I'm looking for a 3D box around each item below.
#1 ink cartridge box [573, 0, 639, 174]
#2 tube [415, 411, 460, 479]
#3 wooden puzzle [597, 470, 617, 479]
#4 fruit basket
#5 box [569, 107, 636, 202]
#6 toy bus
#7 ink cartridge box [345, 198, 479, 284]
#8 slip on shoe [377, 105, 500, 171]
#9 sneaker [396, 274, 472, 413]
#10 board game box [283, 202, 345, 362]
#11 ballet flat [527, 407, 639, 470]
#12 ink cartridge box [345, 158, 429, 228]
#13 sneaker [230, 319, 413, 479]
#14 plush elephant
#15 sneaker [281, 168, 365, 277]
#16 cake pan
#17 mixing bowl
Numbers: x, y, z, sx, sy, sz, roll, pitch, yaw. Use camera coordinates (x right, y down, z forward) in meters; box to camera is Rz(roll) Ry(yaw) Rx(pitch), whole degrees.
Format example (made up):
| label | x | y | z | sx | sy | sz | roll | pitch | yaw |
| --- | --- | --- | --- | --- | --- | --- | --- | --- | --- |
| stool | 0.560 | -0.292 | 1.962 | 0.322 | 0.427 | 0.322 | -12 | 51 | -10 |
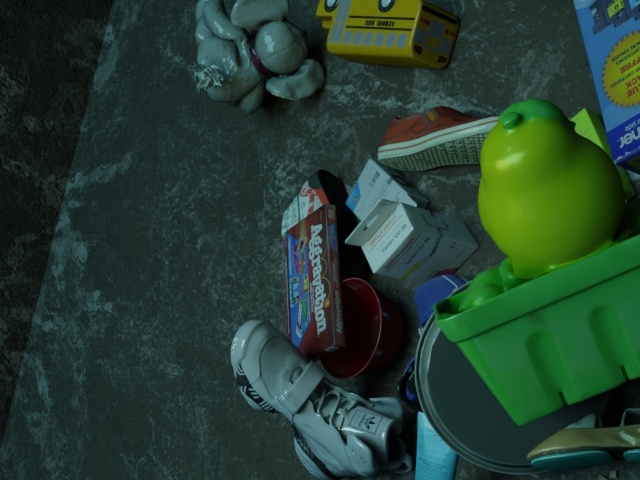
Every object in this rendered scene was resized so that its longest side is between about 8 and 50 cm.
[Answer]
| label | x | y | z | sx | sy | sz | roll | pitch | yaw |
| --- | --- | --- | --- | --- | --- | --- | --- | --- | --- |
| ink cartridge box | 0.510 | -0.254 | 1.314 | 0.270 | 0.151 | 0.395 | -33 | 56 | 43 |
| tube | 0.169 | 0.365 | 1.468 | 0.080 | 0.052 | 0.207 | 10 | 99 | 30 |
| wooden puzzle | 0.400 | 0.360 | 1.369 | 0.049 | 0.006 | 0.083 | 26 | 100 | 53 |
| fruit basket | 0.301 | 0.004 | 1.234 | 0.283 | 0.392 | 0.392 | -19 | -54 | -84 |
| box | 0.402 | -0.098 | 1.488 | 0.109 | 0.042 | 0.178 | -42 | 48 | 38 |
| toy bus | 0.118 | -0.413 | 1.913 | 0.333 | 0.108 | 0.130 | 18 | 95 | 53 |
| ink cartridge box | 0.152 | 0.007 | 1.650 | 0.115 | 0.198 | 0.067 | -52 | 43 | 29 |
| slip on shoe | 0.220 | -0.188 | 1.702 | 0.331 | 0.123 | 0.101 | -2 | 73 | 57 |
| sneaker | 0.203 | 0.180 | 1.541 | 0.127 | 0.182 | 0.315 | -46 | 46 | 32 |
| board game box | -0.015 | 0.085 | 1.827 | 0.145 | 0.027 | 0.281 | -33 | 51 | 45 |
| ballet flat | 0.392 | 0.263 | 1.308 | 0.232 | 0.080 | 0.073 | -6 | 58 | 17 |
| ink cartridge box | 0.130 | -0.062 | 1.817 | 0.104 | 0.060 | 0.180 | -61 | 39 | 18 |
| sneaker | 0.012 | 0.273 | 1.672 | 0.210 | 0.365 | 0.137 | -7 | 35 | 43 |
| plush elephant | -0.134 | -0.414 | 2.151 | 0.330 | 0.255 | 0.271 | -83 | -24 | -69 |
| sneaker | 0.001 | 0.000 | 1.946 | 0.145 | 0.090 | 0.270 | -48 | 41 | 34 |
| cake pan | 0.278 | 0.189 | 1.396 | 0.293 | 0.054 | 0.293 | -1 | 86 | 11 |
| mixing bowl | 0.085 | 0.165 | 1.770 | 0.181 | 0.098 | 0.181 | -23 | 61 | 49 |
